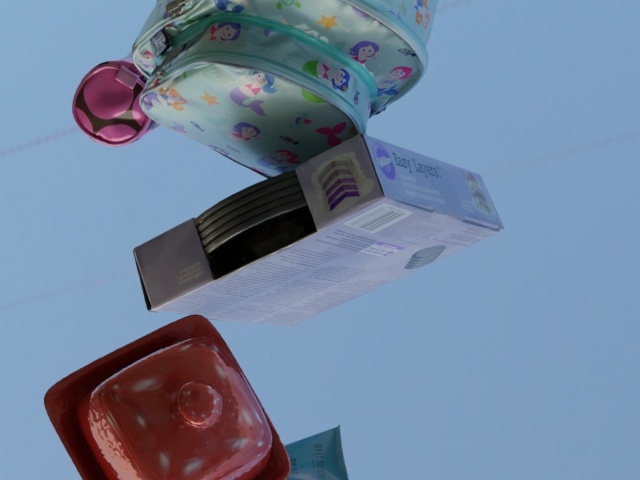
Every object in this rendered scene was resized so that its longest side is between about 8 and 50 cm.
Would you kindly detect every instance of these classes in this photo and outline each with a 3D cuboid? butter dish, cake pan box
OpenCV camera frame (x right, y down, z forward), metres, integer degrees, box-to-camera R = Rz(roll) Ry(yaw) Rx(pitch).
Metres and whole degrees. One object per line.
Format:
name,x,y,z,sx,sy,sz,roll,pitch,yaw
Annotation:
butter dish,-0.106,0.139,1.319,0.160,0.118,0.160,-26,-99,-26
cake pan box,0.000,0.000,1.521,0.246,0.267,0.070,-28,-108,24

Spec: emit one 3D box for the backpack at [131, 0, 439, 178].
backpack,-0.026,-0.176,1.478,0.253,0.225,0.191,-34,-143,49

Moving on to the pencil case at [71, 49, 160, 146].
pencil case,-0.173,-0.168,1.764,0.095,0.209,0.098,44,-61,-2

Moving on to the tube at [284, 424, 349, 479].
tube,-0.075,0.219,1.481,0.207,0.052,0.080,-19,-138,7
